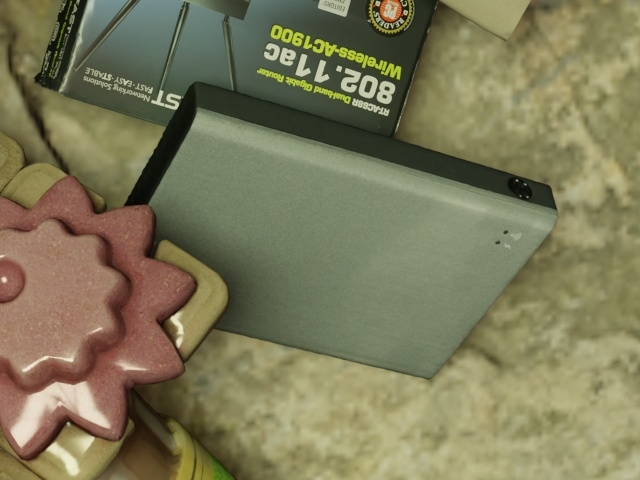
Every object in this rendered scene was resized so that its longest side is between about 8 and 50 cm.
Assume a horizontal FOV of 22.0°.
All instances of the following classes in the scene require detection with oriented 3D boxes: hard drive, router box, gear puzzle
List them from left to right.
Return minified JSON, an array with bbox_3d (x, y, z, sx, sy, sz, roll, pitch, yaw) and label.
[{"bbox_3d":[-0.189,0.092,0.451,0.175,0.044,0.339,33,73,15],"label":"gear puzzle"},{"bbox_3d":[-0.025,-0.078,0.561,0.122,0.038,0.092,15,95,-22],"label":"router box"},{"bbox_3d":[0.000,0.000,0.568,0.135,0.022,0.094,15,132,-22],"label":"hard drive"}]

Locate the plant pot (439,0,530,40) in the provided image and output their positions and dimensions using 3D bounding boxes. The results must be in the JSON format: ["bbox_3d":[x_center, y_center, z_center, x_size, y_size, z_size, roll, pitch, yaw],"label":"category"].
[{"bbox_3d":[0.044,-0.150,0.526,0.096,0.109,0.109,21,53,-4],"label":"plant pot"}]

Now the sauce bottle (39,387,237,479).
[{"bbox_3d":[0.000,0.189,0.585,0.111,0.111,0.344,-46,113,-7],"label":"sauce bottle"}]
